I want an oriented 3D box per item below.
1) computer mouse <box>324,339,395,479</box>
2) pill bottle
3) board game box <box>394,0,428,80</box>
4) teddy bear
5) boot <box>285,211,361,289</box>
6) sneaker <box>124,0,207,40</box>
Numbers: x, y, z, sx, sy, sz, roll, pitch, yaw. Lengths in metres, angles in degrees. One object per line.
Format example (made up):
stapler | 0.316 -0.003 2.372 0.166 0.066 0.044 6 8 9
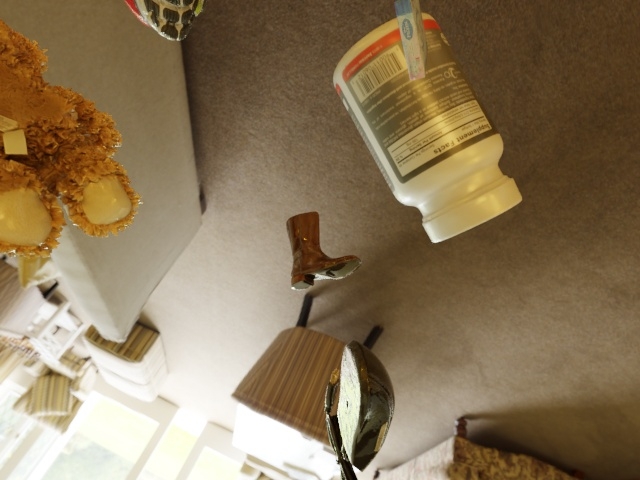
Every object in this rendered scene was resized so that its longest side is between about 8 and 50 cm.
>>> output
computer mouse | 0.053 0.229 0.634 0.060 0.184 0.261 -2 115 -10
pill bottle | 0.193 -0.192 0.811 0.210 0.210 0.362 -30 87 48
board game box | 0.108 -0.250 0.527 0.020 0.090 0.090 -7 130 22
teddy bear | -0.355 -0.119 0.517 0.338 0.245 0.113 41 139 2
boot | 0.000 0.000 0.602 0.107 0.114 0.037 -19 143 21
sneaker | -0.212 -0.330 0.564 0.119 0.279 0.107 12 120 -11
